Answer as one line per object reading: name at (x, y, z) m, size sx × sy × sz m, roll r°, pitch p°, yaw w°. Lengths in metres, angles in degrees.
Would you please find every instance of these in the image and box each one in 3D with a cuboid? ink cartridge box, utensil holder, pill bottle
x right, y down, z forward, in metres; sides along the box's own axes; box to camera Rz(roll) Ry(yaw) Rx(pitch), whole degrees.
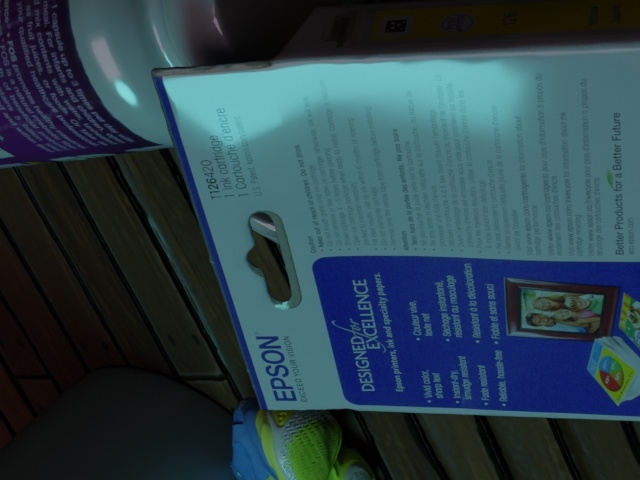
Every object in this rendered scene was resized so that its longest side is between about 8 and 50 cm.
ink cartridge box at (0.084, -0.008, 0.798) m, size 0.307 × 0.072 × 0.303 m, roll 1°, pitch 134°, yaw 16°
utensil holder at (-0.231, 0.348, 1.169) m, size 0.328 × 0.385 × 0.327 m, roll 21°, pitch 133°, yaw 24°
pill bottle at (-0.140, -0.141, 0.867) m, size 0.302 × 0.169 × 0.169 m, roll -3°, pitch 121°, yaw 39°

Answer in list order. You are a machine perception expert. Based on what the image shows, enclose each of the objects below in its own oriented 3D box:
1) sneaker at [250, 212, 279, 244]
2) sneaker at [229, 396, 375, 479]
sneaker at (0.000, 0.000, 0.952) m, size 0.212 × 0.080 × 0.094 m, roll 29°, pitch 147°, yaw 13°
sneaker at (-0.006, 0.225, 1.142) m, size 0.126 × 0.091 × 0.240 m, roll 17°, pitch 135°, yaw 51°
